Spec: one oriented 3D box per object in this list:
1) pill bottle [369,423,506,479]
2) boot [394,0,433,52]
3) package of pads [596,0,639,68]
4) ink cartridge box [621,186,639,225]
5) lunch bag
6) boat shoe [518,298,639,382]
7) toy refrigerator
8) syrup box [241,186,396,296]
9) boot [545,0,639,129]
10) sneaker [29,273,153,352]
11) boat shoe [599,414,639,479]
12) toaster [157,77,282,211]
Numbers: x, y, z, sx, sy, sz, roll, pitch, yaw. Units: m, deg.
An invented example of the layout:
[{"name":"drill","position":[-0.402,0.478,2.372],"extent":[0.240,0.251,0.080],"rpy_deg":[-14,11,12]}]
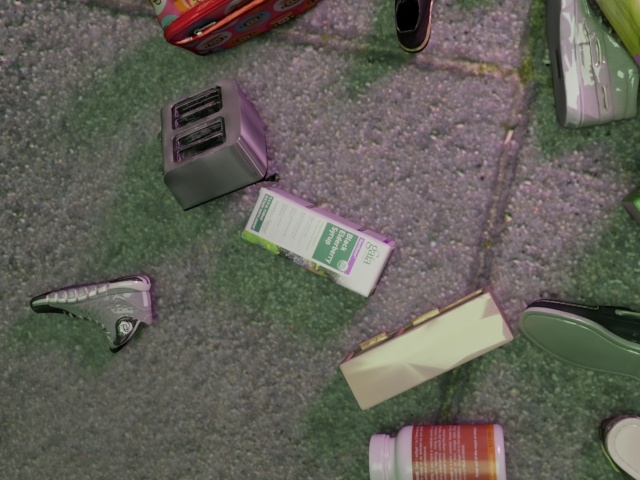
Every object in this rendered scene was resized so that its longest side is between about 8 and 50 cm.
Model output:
[{"name":"pill bottle","position":[0.193,0.362,1.317],"extent":[0.216,0.121,0.121],"rpy_deg":[-3,93,12]},{"name":"boot","position":[0.146,-0.406,1.265],"extent":[0.077,0.137,0.198],"rpy_deg":[-5,92,12]},{"name":"package of pads","position":[0.551,-0.336,1.174],"extent":[0.229,0.101,0.296],"rpy_deg":[-31,87,-8]},{"name":"ink cartridge box","position":[0.630,-0.064,1.200],"extent":[0.273,0.115,0.198],"rpy_deg":[-38,86,11]},{"name":"lunch bag","position":[-0.120,-0.408,1.257],"extent":[0.293,0.258,0.120],"rpy_deg":[-26,88,13]},{"name":"boat shoe","position":[0.466,0.152,1.265],"extent":[0.302,0.091,0.114],"rpy_deg":[22,142,8]},{"name":"toy refrigerator","position":[0.172,0.170,1.318],"extent":[0.269,0.102,0.094],"rpy_deg":[-28,88,13]},{"name":"syrup box","position":[0.000,0.000,1.345],"extent":[0.237,0.096,0.093],"rpy_deg":[25,98,10]},{"name":"boot","position":[0.425,-0.307,1.249],"extent":[0.123,0.095,0.258],"rpy_deg":[-6,97,2]},{"name":"sneaker","position":[-0.407,0.143,1.445],"extent":[0.228,0.086,0.132],"rpy_deg":[-10,94,11]},{"name":"boat shoe","position":[0.564,0.390,1.259],"extent":[0.305,0.091,0.109],"rpy_deg":[44,89,5]},{"name":"toaster","position":[-0.175,-0.158,1.331],"extent":[0.185,0.110,0.168],"rpy_deg":[-20,52,12]}]
